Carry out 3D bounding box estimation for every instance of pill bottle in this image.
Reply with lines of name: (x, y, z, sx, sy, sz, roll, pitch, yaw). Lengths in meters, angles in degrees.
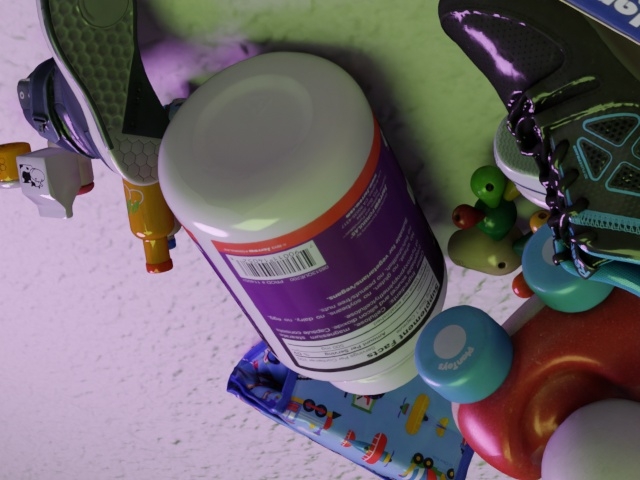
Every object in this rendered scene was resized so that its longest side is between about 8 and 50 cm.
pill bottle: (0.000, 0.000, 1.377, 0.181, 0.181, 0.323, 6, 149, 27)

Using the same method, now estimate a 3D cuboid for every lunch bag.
lunch bag: (0.028, 0.183, 1.772, 0.221, 0.138, 0.293, 27, 164, -12)

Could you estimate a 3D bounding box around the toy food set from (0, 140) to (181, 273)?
toy food set: (-0.204, -0.038, 1.489, 0.232, 0.111, 0.104, 5, 108, 39)

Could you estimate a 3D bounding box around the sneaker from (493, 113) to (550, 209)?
sneaker: (0.262, -0.050, 1.222, 0.258, 0.094, 0.091, 16, 171, 19)

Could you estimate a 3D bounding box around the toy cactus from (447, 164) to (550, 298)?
toy cactus: (0.180, 0.016, 1.382, 0.219, 0.112, 0.180, 29, 163, -32)

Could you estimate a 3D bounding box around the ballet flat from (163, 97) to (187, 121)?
ballet flat: (-0.094, -0.062, 1.467, 0.070, 0.070, 0.188, 12, 154, 18)

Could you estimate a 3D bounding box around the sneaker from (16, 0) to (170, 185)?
sneaker: (-0.210, -0.164, 1.340, 0.163, 0.086, 0.226, 27, 137, 53)

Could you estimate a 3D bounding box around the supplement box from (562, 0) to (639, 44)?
supplement box: (0.192, -0.279, 0.734, 0.195, 0.194, 0.356, 27, 152, -10)

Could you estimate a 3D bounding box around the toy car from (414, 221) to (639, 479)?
toy car: (0.231, 0.144, 1.236, 0.219, 0.210, 0.238, 42, -170, -44)

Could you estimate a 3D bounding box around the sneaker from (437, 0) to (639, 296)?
sneaker: (0.195, -0.057, 1.100, 0.341, 0.139, 0.125, 44, 169, 10)
